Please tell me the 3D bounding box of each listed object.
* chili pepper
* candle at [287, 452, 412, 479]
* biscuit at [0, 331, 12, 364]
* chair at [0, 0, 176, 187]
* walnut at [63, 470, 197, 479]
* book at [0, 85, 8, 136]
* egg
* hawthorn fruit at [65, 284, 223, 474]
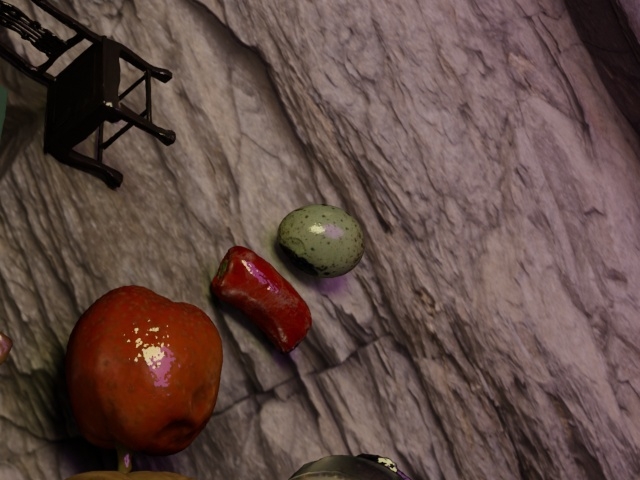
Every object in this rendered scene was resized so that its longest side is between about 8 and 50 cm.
[{"bbox_3d":[-0.065,0.062,2.129,0.123,0.070,0.073,44,53,-21],"label":"chili pepper"},{"bbox_3d":[-0.016,0.351,1.854,0.187,0.187,0.330,53,35,-5],"label":"candle"},{"bbox_3d":[-0.350,0.156,1.706,0.228,0.031,0.176,-27,90,-45],"label":"biscuit"},{"bbox_3d":[-0.272,-0.167,2.031,0.229,0.106,0.113,28,42,-33],"label":"chair"},{"bbox_3d":[-0.164,0.299,1.683,0.228,0.228,0.228,30,42,-32],"label":"walnut"},{"bbox_3d":[-0.424,-0.064,1.827,0.264,0.031,0.379,32,41,-31],"label":"book"},{"bbox_3d":[0.000,0.000,2.239,0.110,0.085,0.085,11,54,-37],"label":"egg"},{"bbox_3d":[-0.186,0.184,1.843,0.165,0.165,0.285,32,57,-31],"label":"hawthorn fruit"}]
